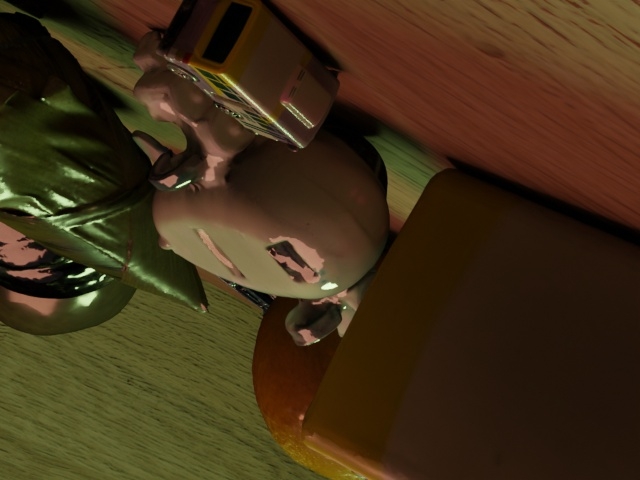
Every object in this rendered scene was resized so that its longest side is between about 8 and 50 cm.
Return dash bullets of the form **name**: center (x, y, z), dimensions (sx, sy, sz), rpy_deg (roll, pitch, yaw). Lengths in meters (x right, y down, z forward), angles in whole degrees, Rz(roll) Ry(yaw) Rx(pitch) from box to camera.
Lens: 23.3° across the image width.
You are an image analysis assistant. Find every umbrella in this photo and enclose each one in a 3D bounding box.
- **umbrella**: center (-0.208, -0.170, 1.061), dimensions (0.031, 0.020, 0.083), rpy_deg (-2, 166, 17)

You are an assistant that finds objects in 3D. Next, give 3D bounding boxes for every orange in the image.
- **orange**: center (0.044, 0.115, 1.429), dimensions (0.236, 0.236, 0.236), rpy_deg (27, 174, 3)

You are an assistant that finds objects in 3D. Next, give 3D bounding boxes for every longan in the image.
- **longan**: center (-0.343, -0.013, 1.956), dimensions (0.300, 0.243, 0.300), rpy_deg (29, 139, 29)

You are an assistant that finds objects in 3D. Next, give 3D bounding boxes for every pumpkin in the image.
- **pumpkin**: center (-0.270, -0.055, 1.420), dimensions (0.250, 0.216, 0.250), rpy_deg (51, 161, 25)

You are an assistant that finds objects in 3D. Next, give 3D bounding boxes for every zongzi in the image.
- **zongzi**: center (-0.180, -0.039, 1.076), dimensions (0.274, 0.125, 0.251), rpy_deg (51, -174, -2)

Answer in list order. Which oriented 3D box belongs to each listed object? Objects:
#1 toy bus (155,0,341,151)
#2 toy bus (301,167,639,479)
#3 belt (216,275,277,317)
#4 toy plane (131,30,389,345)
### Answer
- **toy bus**: center (-0.034, -0.092, 0.826), dimensions (0.058, 0.052, 0.102), rpy_deg (24, 171, 35)
- **toy bus**: center (0.233, 0.140, 0.909), dimensions (0.440, 0.209, 0.249), rpy_deg (26, 172, 28)
- **belt**: center (-0.063, 0.018, 1.589), dimensions (0.190, 0.082, 0.141), rpy_deg (35, 165, 14)
- **toy plane**: center (-0.037, -0.028, 1.035), dimensions (0.267, 0.122, 0.267), rpy_deg (40, 166, 12)
